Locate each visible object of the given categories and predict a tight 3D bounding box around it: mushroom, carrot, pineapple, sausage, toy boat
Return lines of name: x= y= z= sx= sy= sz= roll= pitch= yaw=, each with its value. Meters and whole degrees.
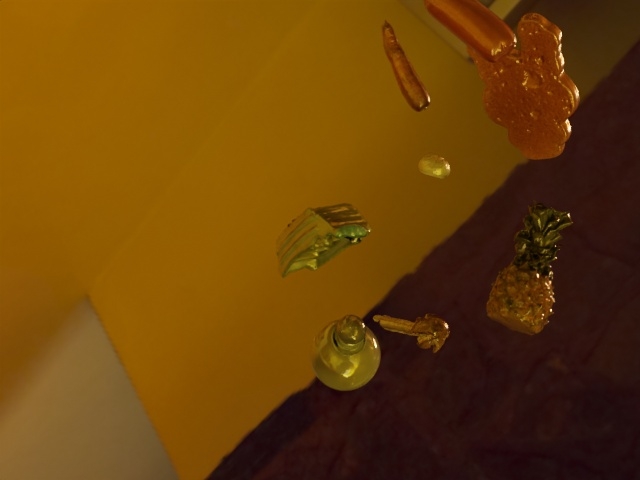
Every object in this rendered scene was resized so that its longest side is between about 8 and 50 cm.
mushroom: x=0.156 y=0.157 z=1.625 sx=0.060 sy=0.061 sz=0.187 roll=36 pitch=162 yaw=-25
carrot: x=0.203 y=-0.432 z=2.287 sx=0.248 sy=0.059 sz=0.059 roll=65 pitch=-155 yaw=2
pineapple: x=0.406 y=0.050 z=1.759 sx=0.128 sy=0.248 sz=0.128 roll=20 pitch=170 yaw=3
sausage: x=0.270 y=-0.402 z=1.680 sx=0.197 sy=0.076 sz=0.076 roll=43 pitch=-158 yaw=19
toy boat: x=-0.001 y=-0.006 z=1.721 sx=0.111 sy=0.276 sz=0.084 roll=-9 pitch=-103 yaw=-26

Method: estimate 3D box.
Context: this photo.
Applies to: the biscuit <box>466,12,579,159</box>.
biscuit: x=0.432 y=-0.318 z=1.924 sx=0.047 sy=0.202 sz=0.334 roll=-55 pitch=-50 yaw=-43

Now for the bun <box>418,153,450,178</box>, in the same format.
bun: x=0.296 y=-0.195 z=2.375 sx=0.086 sy=0.055 sz=0.086 roll=12 pitch=-163 yaw=-4

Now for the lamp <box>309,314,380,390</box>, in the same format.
lamp: x=0.033 y=0.130 z=1.133 sx=0.091 sy=0.091 sz=0.163 roll=49 pitch=164 yaw=15
